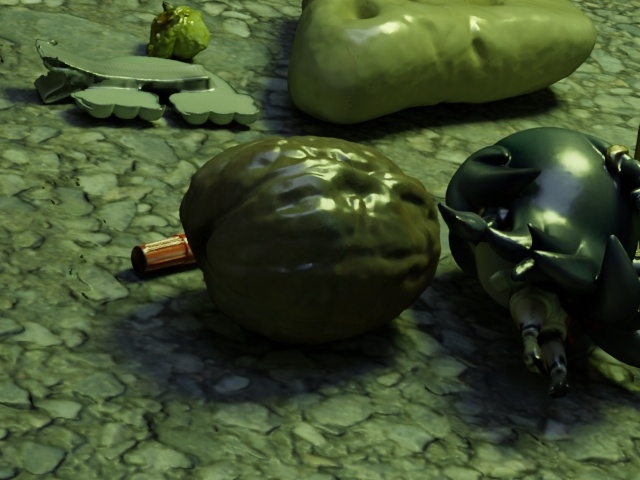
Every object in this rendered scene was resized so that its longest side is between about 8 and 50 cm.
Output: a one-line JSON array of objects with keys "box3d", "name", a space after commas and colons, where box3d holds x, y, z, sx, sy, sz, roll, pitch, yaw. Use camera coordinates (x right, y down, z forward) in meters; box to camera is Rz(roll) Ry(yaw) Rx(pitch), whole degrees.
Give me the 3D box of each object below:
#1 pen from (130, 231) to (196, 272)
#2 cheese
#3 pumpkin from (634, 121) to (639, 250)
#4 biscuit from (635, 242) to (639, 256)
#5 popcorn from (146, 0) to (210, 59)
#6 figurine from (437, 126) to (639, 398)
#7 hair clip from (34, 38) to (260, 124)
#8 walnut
[{"box3d": [-0.065, -0.006, 1.559, 0.239, 0.028, 0.028, -14, 37, -41], "name": "pen"}, {"box3d": [0.137, -0.210, 1.915, 0.328, 0.130, 0.351, 10, 27, -1], "name": "cheese"}, {"box3d": [0.420, -0.012, 1.518, 0.225, 0.256, 0.303, -2, 9, -19], "name": "pumpkin"}, {"box3d": [0.343, 0.015, 1.690, 0.120, 0.015, 0.120, 10, 28, -5], "name": "biscuit"}, {"box3d": [-0.154, -0.221, 1.905, 0.068, 0.059, 0.083, 22, 37, 20], "name": "popcorn"}, {"box3d": [0.200, 0.010, 1.483, 0.197, 0.175, 0.265, -22, 38, -14], "name": "figurine"}, {"box3d": [-0.180, -0.162, 1.795, 0.220, 0.054, 0.140, 2, 24, -23], "name": "hair clip"}, {"box3d": [0.001, -0.002, 1.438, 0.230, 0.178, 0.178, -5, 31, -37], "name": "walnut"}]
